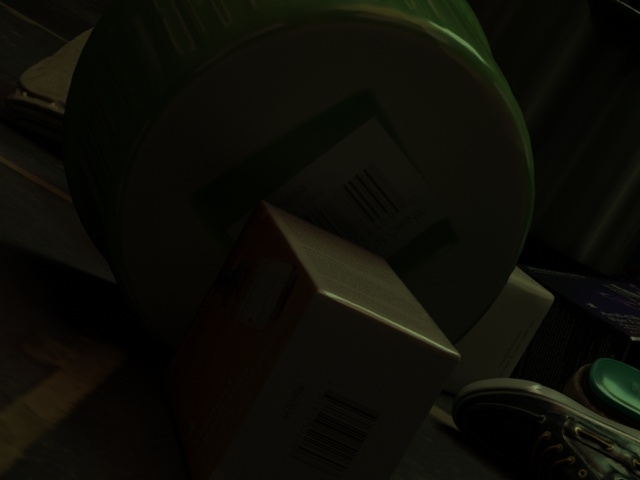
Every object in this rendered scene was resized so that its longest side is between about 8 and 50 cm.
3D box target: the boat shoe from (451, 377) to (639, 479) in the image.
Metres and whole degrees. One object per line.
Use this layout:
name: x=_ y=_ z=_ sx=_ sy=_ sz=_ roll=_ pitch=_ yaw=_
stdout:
boat shoe: x=0.179 y=0.163 z=1.198 sx=0.183 sy=0.065 sz=0.083 roll=18 pitch=30 yaw=11

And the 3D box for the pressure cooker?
pressure cooker: x=0.257 y=-0.194 z=1.748 sx=0.370 sy=0.420 sz=0.375 roll=39 pitch=11 yaw=37

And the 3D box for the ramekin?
ramekin: x=-0.009 y=-0.044 z=1.038 sx=0.303 sy=0.303 sz=0.148 roll=26 pitch=18 yaw=-24

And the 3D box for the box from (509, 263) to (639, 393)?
box: x=0.271 y=0.110 z=1.486 sx=0.153 sy=0.108 sz=0.207 roll=9 pitch=14 yaw=-29

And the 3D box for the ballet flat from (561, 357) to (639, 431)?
ballet flat: x=0.332 y=0.204 z=1.295 sx=0.316 sy=0.106 sz=0.107 roll=29 pitch=33 yaw=12

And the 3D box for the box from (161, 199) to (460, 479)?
box: x=-0.012 y=0.071 z=0.896 sx=0.091 sy=0.130 sz=0.170 roll=26 pitch=10 yaw=-19

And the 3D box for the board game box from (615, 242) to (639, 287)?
board game box: x=0.499 y=0.051 z=1.935 sx=0.347 sy=0.078 sz=0.233 roll=8 pitch=-38 yaw=17

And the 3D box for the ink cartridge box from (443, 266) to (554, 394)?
ink cartridge box: x=0.000 y=0.000 z=1.339 sx=0.353 sy=0.119 sz=0.207 roll=24 pitch=12 yaw=-37

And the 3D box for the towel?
towel: x=-0.155 y=-0.143 z=1.511 sx=0.187 sy=0.049 sz=0.282 roll=22 pitch=32 yaw=13
